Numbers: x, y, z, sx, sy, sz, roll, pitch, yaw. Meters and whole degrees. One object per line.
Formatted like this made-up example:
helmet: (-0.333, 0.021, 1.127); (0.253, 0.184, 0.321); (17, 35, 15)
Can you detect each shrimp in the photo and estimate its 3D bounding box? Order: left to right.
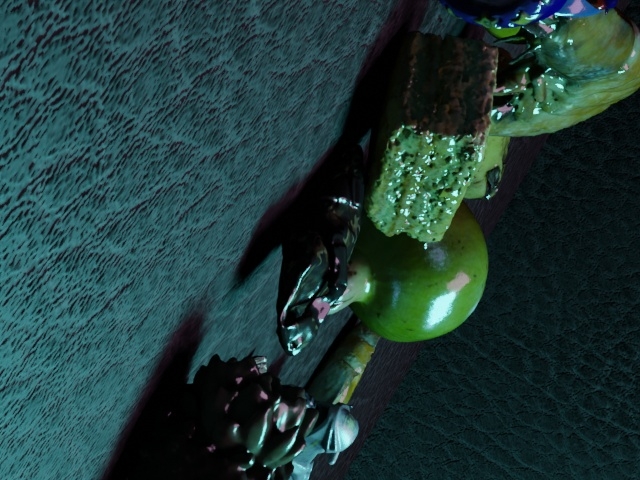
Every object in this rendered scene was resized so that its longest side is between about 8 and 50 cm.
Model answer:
shrimp: (0.006, 0.229, 2.263); (0.317, 0.062, 0.164); (-57, 173, -36)
shrimp: (0.205, -0.196, 1.708); (0.272, 0.085, 0.445); (-18, 162, 12)

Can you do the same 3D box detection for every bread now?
bread: (0.098, -0.096, 1.540); (0.196, 0.102, 0.138); (110, -8, -60)

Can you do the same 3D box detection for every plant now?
plant: (-0.092, 0.186, 1.389); (0.194, 0.129, 0.132); (-59, 174, 11)

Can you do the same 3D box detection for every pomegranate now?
pomegranate: (0.084, 0.034, 1.714); (0.210, 0.179, 0.179); (-52, 168, -39)

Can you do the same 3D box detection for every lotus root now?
lotus root: (0.196, -0.149, 2.023); (0.258, 0.097, 0.110); (95, 18, -52)

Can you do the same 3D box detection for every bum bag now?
bum bag: (0.000, -0.001, 1.487); (0.248, 0.069, 0.102); (-74, 166, -51)

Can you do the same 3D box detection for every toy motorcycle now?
toy motorcycle: (-0.023, 0.233, 1.913); (0.215, 0.122, 0.080); (106, 1, -56)

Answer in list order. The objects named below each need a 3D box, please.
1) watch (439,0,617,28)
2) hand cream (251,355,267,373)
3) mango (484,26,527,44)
watch: (0.192, -0.267, 1.339); (0.200, 0.196, 0.171); (-37, 166, -51)
hand cream: (-0.095, 0.197, 1.690); (0.062, 0.039, 0.163); (-16, 135, -54)
mango: (0.230, -0.293, 1.756); (0.137, 0.098, 0.195); (-52, 162, -25)
